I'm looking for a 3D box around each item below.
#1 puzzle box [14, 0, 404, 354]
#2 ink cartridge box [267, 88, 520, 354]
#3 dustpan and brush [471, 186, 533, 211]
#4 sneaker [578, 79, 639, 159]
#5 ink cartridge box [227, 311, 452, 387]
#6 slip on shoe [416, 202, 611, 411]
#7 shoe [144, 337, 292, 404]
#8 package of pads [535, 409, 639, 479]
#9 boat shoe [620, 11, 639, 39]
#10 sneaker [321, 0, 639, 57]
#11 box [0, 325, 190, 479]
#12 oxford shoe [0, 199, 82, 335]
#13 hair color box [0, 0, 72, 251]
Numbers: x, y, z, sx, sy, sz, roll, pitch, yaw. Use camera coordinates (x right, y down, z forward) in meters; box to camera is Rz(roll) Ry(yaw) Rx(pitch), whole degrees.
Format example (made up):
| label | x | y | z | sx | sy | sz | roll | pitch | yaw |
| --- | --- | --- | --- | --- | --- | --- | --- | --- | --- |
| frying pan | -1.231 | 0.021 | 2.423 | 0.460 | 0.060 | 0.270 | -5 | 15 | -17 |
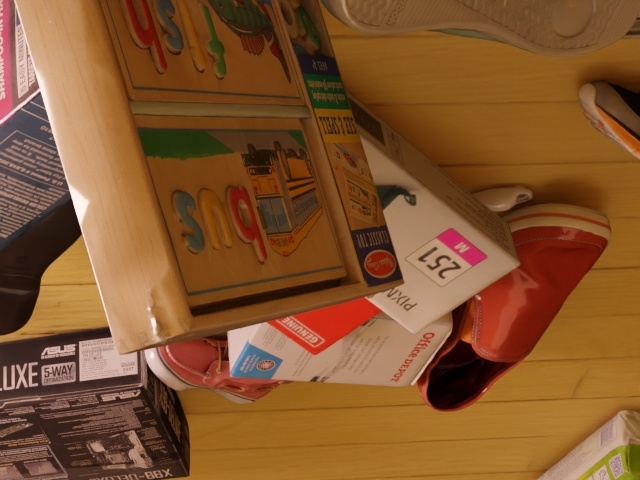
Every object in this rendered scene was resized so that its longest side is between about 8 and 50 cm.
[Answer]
| label | x | y | z | sx | sy | sz | roll | pitch | yaw |
| --- | --- | --- | --- | --- | --- | --- | --- | --- | --- |
| puzzle box | -0.064 | -0.076 | 1.315 | 0.052 | 0.272 | 0.409 | -17 | 177 | 20 |
| ink cartridge box | 0.000 | 0.000 | 1.740 | 0.239 | 0.060 | 0.275 | -36 | 129 | 23 |
| dustpan and brush | 0.092 | -0.021 | 1.819 | 0.211 | 0.060 | 0.147 | -2 | 136 | 4 |
| sneaker | 0.317 | -0.096 | 1.708 | 0.215 | 0.084 | 0.083 | 24 | 104 | -24 |
| ink cartridge box | 0.016 | 0.077 | 1.937 | 0.191 | 0.082 | 0.139 | 4 | 148 | -18 |
| slip on shoe | 0.185 | 0.067 | 1.933 | 0.123 | 0.101 | 0.331 | 11 | 145 | -23 |
| shoe | -0.096 | 0.120 | 2.016 | 0.081 | 0.063 | 0.178 | -26 | 150 | 29 |
| package of pads | 0.426 | 0.304 | 2.382 | 0.297 | 0.101 | 0.229 | 10 | 145 | -24 |
| boat shoe | 0.336 | -0.210 | 1.503 | 0.302 | 0.109 | 0.094 | -1 | 165 | 12 |
| sneaker | 0.104 | -0.204 | 1.444 | 0.256 | 0.151 | 0.094 | 2 | 114 | -24 |
| box | -0.309 | 0.192 | 2.084 | 0.307 | 0.076 | 0.242 | -8 | 150 | 5 |
| oxford shoe | -0.263 | -0.014 | 1.755 | 0.076 | 0.076 | 0.212 | 16 | 128 | -29 |
| hair color box | -0.269 | -0.091 | 1.509 | 0.105 | 0.174 | 0.347 | 21 | 140 | -37 |
